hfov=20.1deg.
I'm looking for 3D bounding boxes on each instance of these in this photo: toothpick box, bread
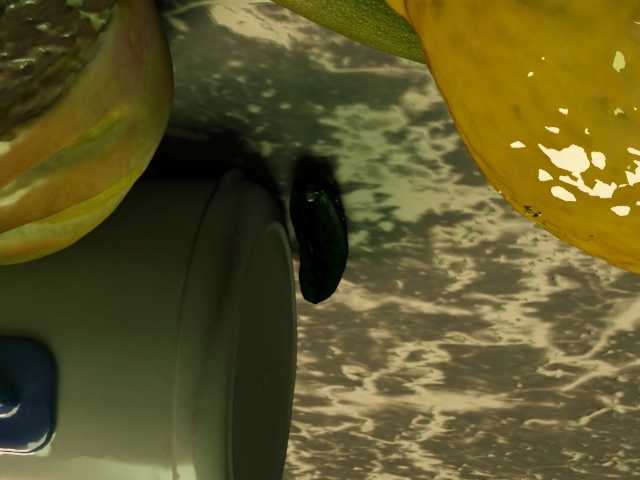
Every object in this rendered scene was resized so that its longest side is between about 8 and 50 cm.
[{"bbox_3d":[-0.207,0.073,1.073,0.355,0.263,0.263,3,155,10],"label":"toothpick box"},{"bbox_3d":[-0.163,-0.054,0.901,0.156,0.158,0.261,15,156,-25],"label":"bread"}]

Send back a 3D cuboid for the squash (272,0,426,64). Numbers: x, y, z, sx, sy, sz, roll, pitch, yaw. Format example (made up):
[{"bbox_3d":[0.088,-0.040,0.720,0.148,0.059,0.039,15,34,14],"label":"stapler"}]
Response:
[{"bbox_3d":[-0.013,-0.136,0.789,0.252,0.066,0.066,22,150,-32],"label":"squash"}]

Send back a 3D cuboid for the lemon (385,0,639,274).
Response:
[{"bbox_3d":[0.158,-0.102,0.616,0.267,0.267,0.267,5,155,2],"label":"lemon"}]

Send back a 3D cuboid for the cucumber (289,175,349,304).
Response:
[{"bbox_3d":[0.000,0.000,1.120,0.036,0.033,0.184,-18,156,-7],"label":"cucumber"}]
